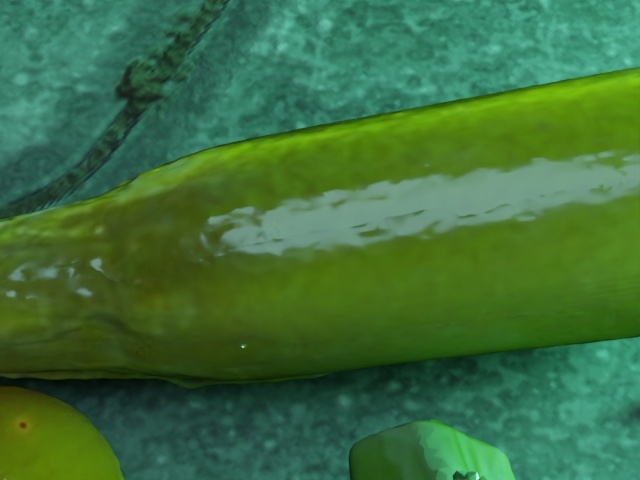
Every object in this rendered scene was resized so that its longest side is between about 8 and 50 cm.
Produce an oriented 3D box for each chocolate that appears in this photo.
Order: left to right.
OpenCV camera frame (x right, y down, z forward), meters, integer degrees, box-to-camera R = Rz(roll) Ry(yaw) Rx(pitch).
[{"bbox_3d":[0.000,0.000,0.778,0.445,0.162,0.162,-8,64,-3],"label":"chocolate"}]

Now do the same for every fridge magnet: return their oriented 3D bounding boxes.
[{"bbox_3d":[-0.173,0.146,0.728,0.143,0.063,0.143,2,64,-5],"label":"fridge magnet"}]

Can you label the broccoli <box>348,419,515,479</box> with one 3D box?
[{"bbox_3d":[0.089,0.203,0.614,0.375,0.249,0.302,-8,67,-2],"label":"broccoli"}]
